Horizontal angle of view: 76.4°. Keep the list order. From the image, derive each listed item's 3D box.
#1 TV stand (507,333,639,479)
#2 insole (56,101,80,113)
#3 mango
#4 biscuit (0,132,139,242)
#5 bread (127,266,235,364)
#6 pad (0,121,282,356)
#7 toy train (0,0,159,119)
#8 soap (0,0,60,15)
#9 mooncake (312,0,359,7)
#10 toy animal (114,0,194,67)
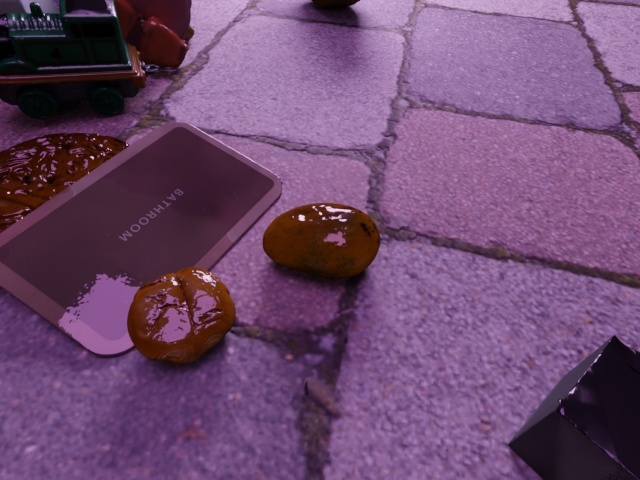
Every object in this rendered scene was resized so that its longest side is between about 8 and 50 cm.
[{"bbox_3d":[0.255,0.185,0.224,0.088,0.083,0.269,-33,57,-25],"label":"TV stand"},{"bbox_3d":[-0.390,-0.243,0.613,0.065,0.006,0.193,-16,52,-15],"label":"insole"},{"bbox_3d":[0.000,0.000,0.391,0.114,0.057,0.079,-2,53,7],"label":"mango"},{"bbox_3d":[-0.293,-0.062,0.448,0.187,0.027,0.188,1,49,-1],"label":"biscuit"},{"bbox_3d":[-0.112,0.061,0.336,0.083,0.046,0.081,1,56,-9],"label":"bread"},{"bbox_3d":[-0.173,-0.026,0.417,0.176,0.002,0.266,31,55,9],"label":"pad"},{"bbox_3d":[-0.328,-0.237,0.519,0.227,0.136,0.091,-10,52,-22],"label":"toy train"},{"bbox_3d":[-0.465,-0.302,0.578,0.197,0.119,0.067,7,51,8],"label":"soap"},{"bbox_3d":[0.029,-0.580,0.757,0.117,0.235,0.235,-17,52,-16],"label":"mooncake"},{"bbox_3d":[-0.298,-0.422,0.669,0.195,0.169,0.281,23,27,-42],"label":"toy animal"}]
